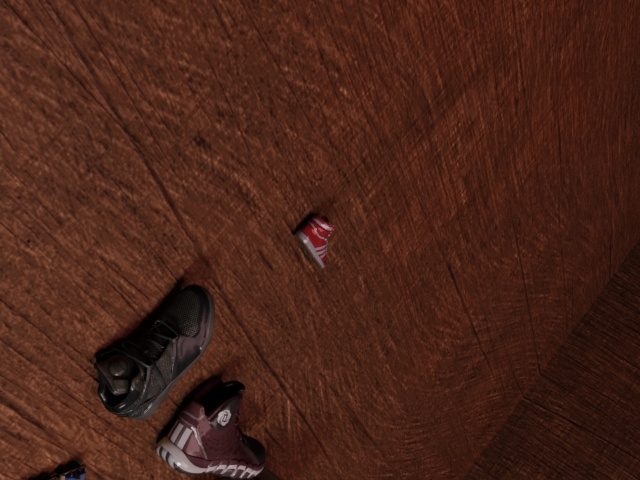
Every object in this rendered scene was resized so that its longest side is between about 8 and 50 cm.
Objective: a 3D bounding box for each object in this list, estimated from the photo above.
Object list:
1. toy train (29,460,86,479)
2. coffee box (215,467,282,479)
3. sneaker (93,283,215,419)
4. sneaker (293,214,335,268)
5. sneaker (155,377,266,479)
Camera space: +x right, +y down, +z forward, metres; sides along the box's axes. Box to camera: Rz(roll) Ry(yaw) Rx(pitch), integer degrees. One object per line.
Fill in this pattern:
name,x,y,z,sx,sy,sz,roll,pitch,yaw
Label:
toy train,-0.402,0.361,1.480,0.158,0.036,0.027,-15,131,-52
coffee box,-0.149,0.545,1.933,0.297,0.168,0.119,6,114,-60
sneaker,-0.243,0.162,1.475,0.227,0.087,0.130,-53,159,3
sneaker,0.000,0.000,1.744,0.067,0.042,0.118,-48,149,-11
sneaker,-0.153,0.323,1.770,0.162,0.106,0.281,-63,151,4
